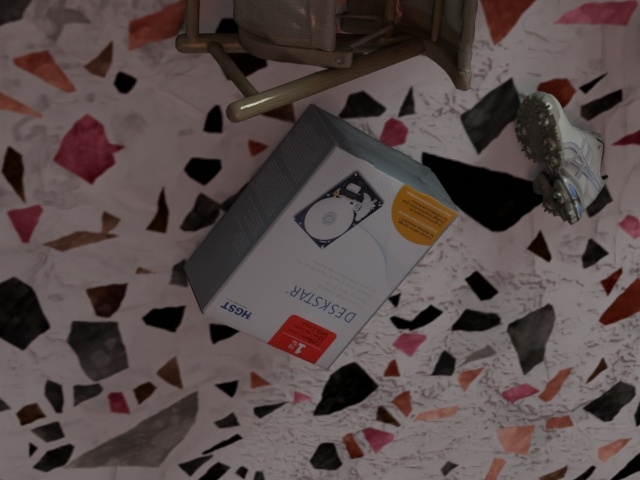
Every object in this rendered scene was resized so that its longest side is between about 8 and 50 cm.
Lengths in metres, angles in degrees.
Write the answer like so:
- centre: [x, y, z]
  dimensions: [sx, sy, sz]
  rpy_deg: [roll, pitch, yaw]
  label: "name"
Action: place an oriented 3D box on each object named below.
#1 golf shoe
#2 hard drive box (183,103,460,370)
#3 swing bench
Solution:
- centre: [0.266, -0.105, 1.832]
  dimensions: [0.086, 0.069, 0.176]
  rpy_deg: [-39, 136, -18]
  label: "golf shoe"
- centre: [0.000, 0.000, 1.774]
  dimensions: [0.181, 0.089, 0.232]
  rpy_deg: [26, 113, -34]
  label: "hard drive box"
- centre: [0.013, -0.266, 1.536]
  dimensions: [0.254, 0.165, 0.253]
  rpy_deg: [-11, 128, -21]
  label: "swing bench"
